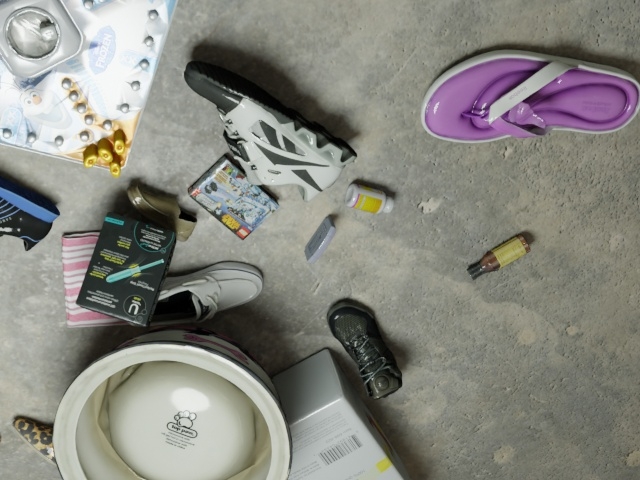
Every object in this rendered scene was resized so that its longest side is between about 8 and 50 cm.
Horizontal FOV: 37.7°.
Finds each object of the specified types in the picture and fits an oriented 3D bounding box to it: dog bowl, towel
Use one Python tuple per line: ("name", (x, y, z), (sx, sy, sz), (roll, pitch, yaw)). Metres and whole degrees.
("dog bowl", (-0.248, 0.330, 1.644), (0.408, 0.150, 0.408), (1, 110, 2))
("towel", (-0.382, 0.074, 1.662), (0.144, 0.029, 0.197), (-2, 121, -13))

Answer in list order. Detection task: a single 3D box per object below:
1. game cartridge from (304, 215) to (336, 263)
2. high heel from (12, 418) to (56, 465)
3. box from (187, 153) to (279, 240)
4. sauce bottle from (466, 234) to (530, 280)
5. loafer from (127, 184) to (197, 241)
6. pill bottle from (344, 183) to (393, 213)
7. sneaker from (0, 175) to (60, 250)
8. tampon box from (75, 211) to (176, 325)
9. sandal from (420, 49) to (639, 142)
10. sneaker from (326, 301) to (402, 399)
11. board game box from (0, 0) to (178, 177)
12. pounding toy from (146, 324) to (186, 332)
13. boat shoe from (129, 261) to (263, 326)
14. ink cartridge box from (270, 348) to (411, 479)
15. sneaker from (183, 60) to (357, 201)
("game cartridge", (0.000, 0.000, 1.704), (0.017, 0.056, 0.083), (28, 111, -19))
("high heel", (-0.439, 0.356, 1.804), (0.261, 0.093, 0.186), (35, 84, -17))
("box", (-0.151, -0.074, 1.636), (0.094, 0.027, 0.137), (-42, 121, 10))
("sauce bottle", (0.345, 0.035, 1.828), (0.128, 0.042, 0.042), (-29, 123, 6))
("loafer", (-0.269, -0.055, 1.603), (0.050, 0.056, 0.148), (-42, 131, 10))
("pill bottle", (0.089, -0.073, 1.691), (0.083, 0.043, 0.043), (14, 115, -21))
("sneaker", (-0.539, -0.063, 1.507), (0.232, 0.081, 0.090), (33, 100, -30))
("tampon box", (-0.319, 0.051, 1.555), (0.120, 0.101, 0.161), (18, 81, -5))
("sandal", (0.382, -0.243, 1.634), (0.416, 0.102, 0.169), (-6, 121, -11))
("sneaker", (0.095, 0.220, 1.819), (0.087, 0.130, 0.227), (-30, 121, 2))
("board game box", (-0.433, -0.309, 1.408), (0.390, 0.050, 0.390), (13, 116, -22))
("pounding toy", (-0.265, 0.272, 1.772), (0.206, 0.094, 0.181), (33, 107, -28))
("boat shoe", (-0.223, 0.104, 1.673), (0.267, 0.088, 0.096), (-3, 121, -24))
("ink cartridge box", (-0.007, 0.450, 1.908), (0.279, 0.160, 0.385), (-29, 122, 4))
("sneaker", (-0.103, -0.165, 1.538), (0.330, 0.122, 0.146), (31, 106, -28))
